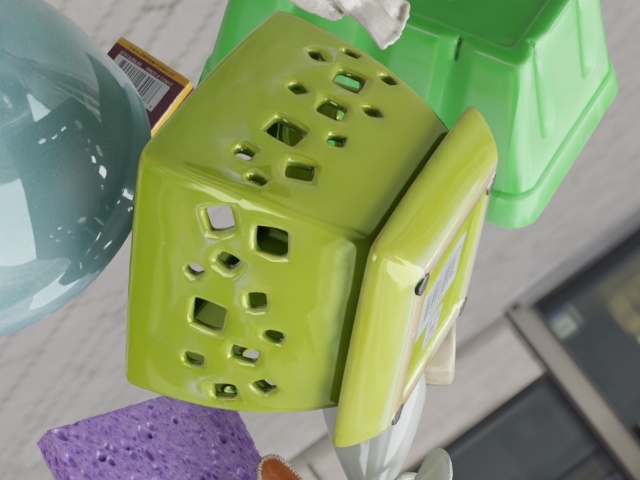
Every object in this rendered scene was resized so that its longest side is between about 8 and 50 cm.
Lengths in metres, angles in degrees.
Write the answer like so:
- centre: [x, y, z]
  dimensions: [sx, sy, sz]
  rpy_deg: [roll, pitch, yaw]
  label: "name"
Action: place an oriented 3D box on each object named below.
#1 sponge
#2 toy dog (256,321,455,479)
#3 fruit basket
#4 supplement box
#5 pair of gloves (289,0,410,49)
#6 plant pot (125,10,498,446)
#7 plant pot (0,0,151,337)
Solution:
- centre: [-0.145, 0.201, 1.458]
  dimensions: [0.210, 0.117, 0.031]
  rpy_deg: [-13, 158, -46]
  label: "sponge"
- centre: [0.048, 0.176, 1.473]
  dimensions: [0.220, 0.334, 0.161]
  rpy_deg: [-18, 160, 1]
  label: "toy dog"
- centre: [0.094, -0.147, 1.621]
  dimensions: [0.283, 0.392, 0.392]
  rpy_deg: [-53, 178, -36]
  label: "fruit basket"
- centre: [-0.181, -0.133, 1.803]
  dimensions: [0.081, 0.104, 0.188]
  rpy_deg: [-52, 159, -9]
  label: "supplement box"
- centre: [-0.006, -0.235, 0.965]
  dimensions: [0.042, 0.204, 0.240]
  rpy_deg: [-30, -155, 34]
  label: "pair of gloves"
- centre: [0.000, 0.000, 1.196]
  dimensions: [0.228, 0.207, 0.227]
  rpy_deg: [-53, 159, -46]
  label: "plant pot"
- centre: [-0.299, -0.090, 1.236]
  dimensions: [0.293, 0.293, 0.196]
  rpy_deg: [-36, 150, -4]
  label: "plant pot"
